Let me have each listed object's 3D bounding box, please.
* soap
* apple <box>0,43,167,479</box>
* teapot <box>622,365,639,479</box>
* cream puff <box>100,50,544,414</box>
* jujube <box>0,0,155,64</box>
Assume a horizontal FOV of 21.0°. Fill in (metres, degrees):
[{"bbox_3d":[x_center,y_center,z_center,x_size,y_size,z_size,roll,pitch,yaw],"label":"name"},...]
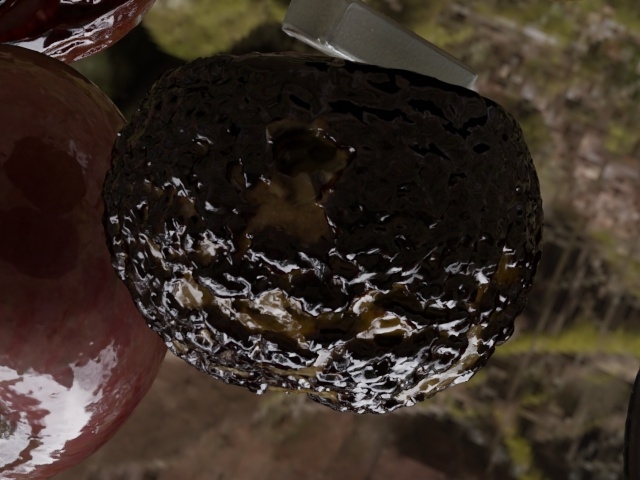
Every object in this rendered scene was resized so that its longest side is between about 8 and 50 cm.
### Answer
[{"bbox_3d":[0.059,-0.198,1.778,0.183,0.064,0.121,26,-175,-33],"label":"soap"},{"bbox_3d":[-0.255,0.014,1.222,0.344,0.345,0.269,17,-128,-24],"label":"apple"},{"bbox_3d":[0.379,0.184,1.118,0.312,0.315,0.233,3,-156,-21],"label":"teapot"},{"bbox_3d":[0.000,0.000,0.913,0.239,0.165,0.239,10,166,2],"label":"cream puff"},{"bbox_3d":[-0.243,-0.216,1.430,0.168,0.236,0.168,60,178,3],"label":"jujube"}]
